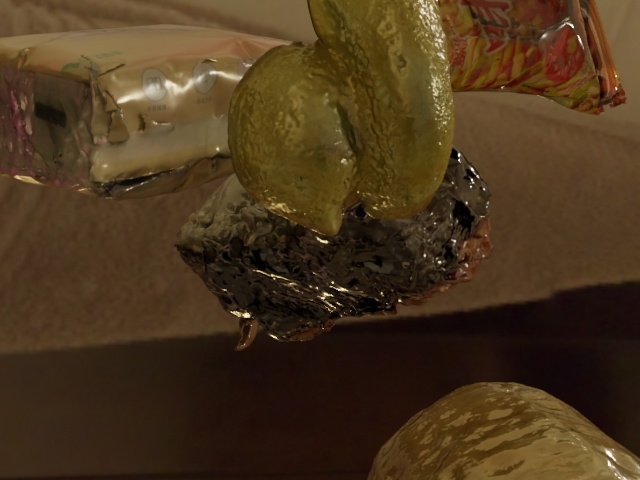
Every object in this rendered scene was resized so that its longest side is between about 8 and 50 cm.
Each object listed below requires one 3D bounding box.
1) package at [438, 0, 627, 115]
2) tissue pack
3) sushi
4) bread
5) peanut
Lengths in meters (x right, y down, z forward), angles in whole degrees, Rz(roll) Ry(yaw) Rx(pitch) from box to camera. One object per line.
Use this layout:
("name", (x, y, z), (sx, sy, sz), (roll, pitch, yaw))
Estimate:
("package", (0.150, -0.218, 1.119), (0.108, 0.288, 0.223), (-23, -113, 59))
("tissue pack", (-0.143, -0.108, 0.989), (0.215, 0.257, 0.123), (16, -70, 38))
("sushi", (0.000, 0.000, 1.194), (0.343, 0.196, 0.182), (-16, -69, 48))
("bread", (0.017, -0.092, 0.773), (0.065, 0.149, 0.187), (-129, -145, -70))
("peanut", (0.087, 0.132, 0.536), (0.224, 0.129, 0.129), (-105, -156, -77))
